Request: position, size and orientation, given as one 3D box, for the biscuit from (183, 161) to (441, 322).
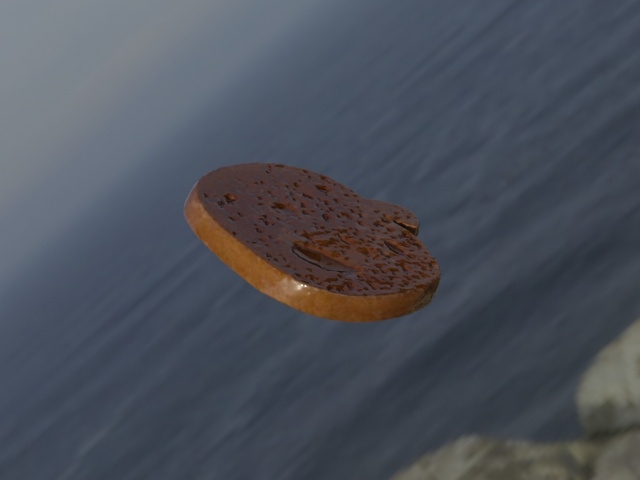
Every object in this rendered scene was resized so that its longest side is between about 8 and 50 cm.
[{"bbox_3d":[0.000,0.000,0.596,0.078,0.091,0.015,-8,-55,-38],"label":"biscuit"}]
